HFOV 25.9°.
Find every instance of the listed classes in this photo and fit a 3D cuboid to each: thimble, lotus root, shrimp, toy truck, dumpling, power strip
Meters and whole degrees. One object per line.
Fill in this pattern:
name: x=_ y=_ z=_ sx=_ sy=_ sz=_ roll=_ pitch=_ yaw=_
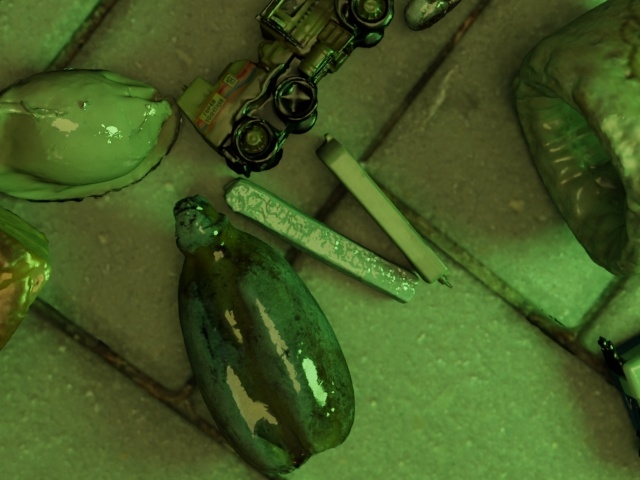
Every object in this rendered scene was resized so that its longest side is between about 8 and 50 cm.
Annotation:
thimble: x=0.349 y=-0.110 z=1.481 sx=0.195 sy=0.291 sz=0.291 roll=-27 pitch=100 yaw=-6
lotus root: x=-0.072 y=0.096 z=1.515 sx=0.158 sy=0.140 sz=0.322 roll=-23 pitch=94 yaw=18
shrimp: x=0.152 y=-0.296 z=1.540 sx=0.056 sy=0.065 sz=0.165 roll=37 pitch=89 yaw=12
toy truck: x=-0.031 y=-0.193 z=1.496 sx=0.127 sy=0.127 sz=0.257 roll=43 pitch=87 yaw=3
dumpling: x=-0.269 y=-0.102 z=1.462 sx=0.247 sy=0.142 sz=0.172 roll=-1 pitch=133 yaw=-32
power strip: x=0.072 y=-0.027 z=1.549 sx=0.029 sy=0.080 sz=0.227 roll=-42 pitch=101 yaw=0

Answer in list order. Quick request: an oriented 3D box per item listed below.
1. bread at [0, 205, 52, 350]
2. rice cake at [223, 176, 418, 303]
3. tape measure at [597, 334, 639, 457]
bread: x=-0.443 y=0.043 z=1.345 sx=0.279 sy=0.207 sz=0.279 roll=39 pitch=87 yaw=-15
rice cake: x=0.000 y=0.000 z=1.557 sx=0.245 sy=0.045 sz=0.042 roll=30 pitch=91 yaw=-11
tape measure: x=0.519 y=0.143 z=1.631 sx=0.351 sy=0.098 sz=0.215 roll=-24 pitch=98 yaw=-3
